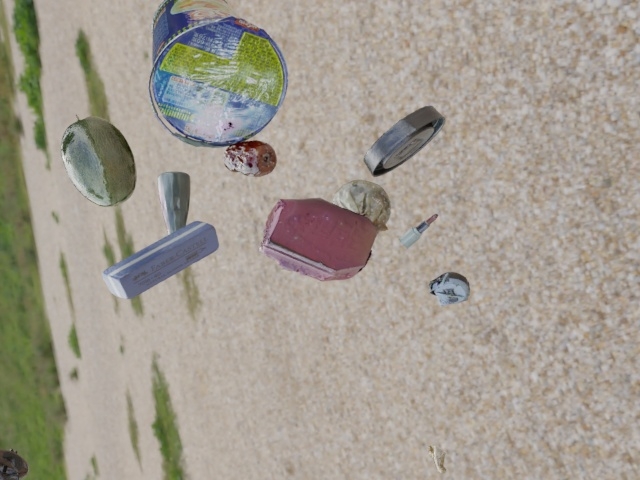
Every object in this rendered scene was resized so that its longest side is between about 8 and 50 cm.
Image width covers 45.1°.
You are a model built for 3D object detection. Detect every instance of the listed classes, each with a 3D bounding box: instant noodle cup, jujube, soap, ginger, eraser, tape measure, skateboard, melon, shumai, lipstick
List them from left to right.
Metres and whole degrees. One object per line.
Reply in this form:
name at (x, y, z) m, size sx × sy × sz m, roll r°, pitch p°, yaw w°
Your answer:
skateboard at (-0.569, 0.374, 1.304) m, size 0.067 × 0.151 × 0.080 m, roll -64°, pitch 19°, yaw 0°
melon at (-0.377, -0.137, 1.305) m, size 0.167 × 0.114 × 0.114 m, roll 63°, pitch 157°, yaw -5°
eraser at (-0.301, 0.037, 1.468) m, size 0.036 × 0.225 × 0.082 m, roll 49°, pitch 159°, yaw 28°
instant noodle cup at (-0.241, -0.392, 1.634) m, size 0.312 × 0.284 × 0.284 m, roll -116°, pitch 26°, yaw -49°
jujube at (-0.145, -0.164, 1.561) m, size 0.129 × 0.077 × 0.077 m, roll 2°, pitch 104°, yaw 44°
soap at (0.000, 0.000, 2.198) m, size 0.127 × 0.325 × 0.220 m, roll -36°, pitch 32°, yaw 61°
shumai at (0.118, -0.078, 2.339) m, size 0.201 × 0.120 × 0.201 m, roll 13°, pitch 129°, yaw 16°
lipstick at (0.229, -0.026, 1.769) m, size 0.107 × 0.025 × 0.025 m, roll -42°, pitch 31°, yaw 19°
ginger at (0.308, 0.560, 1.996) m, size 0.097 × 0.030 × 0.048 m, roll -118°, pitch 41°, yaw -58°
tape measure at (0.326, 0.120, 1.938) m, size 0.094 × 0.091 × 0.054 m, roll -22°, pitch 34°, yaw 36°

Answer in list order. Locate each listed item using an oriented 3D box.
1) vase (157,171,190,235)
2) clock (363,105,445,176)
vase at (-0.376, -0.066, 2.000) m, size 0.086 × 0.086 × 0.214 m, roll 146°, pitch 121°, yaw -65°
clock at (0.165, -0.199, 1.537) m, size 0.040 × 0.184 × 0.184 m, roll 54°, pitch 151°, yaw 10°
